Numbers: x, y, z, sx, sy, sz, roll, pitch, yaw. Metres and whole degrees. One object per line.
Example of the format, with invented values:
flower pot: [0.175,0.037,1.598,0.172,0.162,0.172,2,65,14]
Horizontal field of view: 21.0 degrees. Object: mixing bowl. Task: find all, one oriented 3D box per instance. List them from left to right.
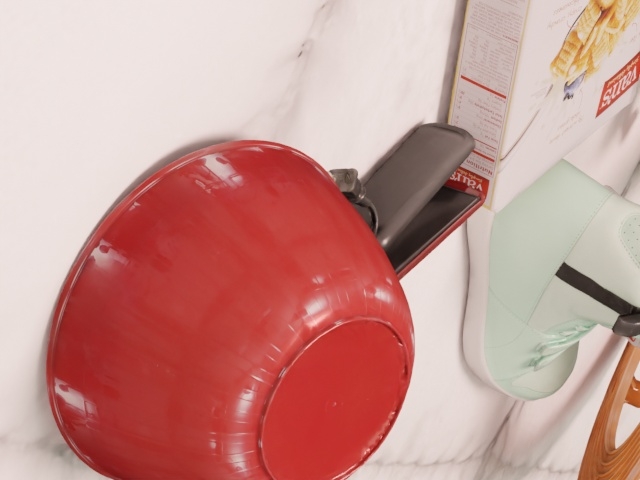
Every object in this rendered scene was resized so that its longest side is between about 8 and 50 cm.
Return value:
mixing bowl: [-0.023,0.055,0.793,0.181,0.098,0.181,-23,128,-33]

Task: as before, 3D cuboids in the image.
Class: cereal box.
cereal box: [0.145,-0.153,0.979,0.173,0.047,0.240,-37,144,-41]

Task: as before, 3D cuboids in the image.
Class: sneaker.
sneaker: [0.176,0.056,1.124,0.094,0.151,0.256,-49,152,-22]

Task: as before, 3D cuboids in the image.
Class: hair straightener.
hair straightener: [0.000,0.000,0.901,0.230,0.047,0.089,-37,133,-30]

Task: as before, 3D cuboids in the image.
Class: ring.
ring: [0.274,0.062,1.287,0.336,0.032,0.337,24,90,-87]

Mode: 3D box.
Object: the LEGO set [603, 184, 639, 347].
LEGO set: [0.257,-0.043,1.150,0.060,0.182,0.244,8,111,-21]
